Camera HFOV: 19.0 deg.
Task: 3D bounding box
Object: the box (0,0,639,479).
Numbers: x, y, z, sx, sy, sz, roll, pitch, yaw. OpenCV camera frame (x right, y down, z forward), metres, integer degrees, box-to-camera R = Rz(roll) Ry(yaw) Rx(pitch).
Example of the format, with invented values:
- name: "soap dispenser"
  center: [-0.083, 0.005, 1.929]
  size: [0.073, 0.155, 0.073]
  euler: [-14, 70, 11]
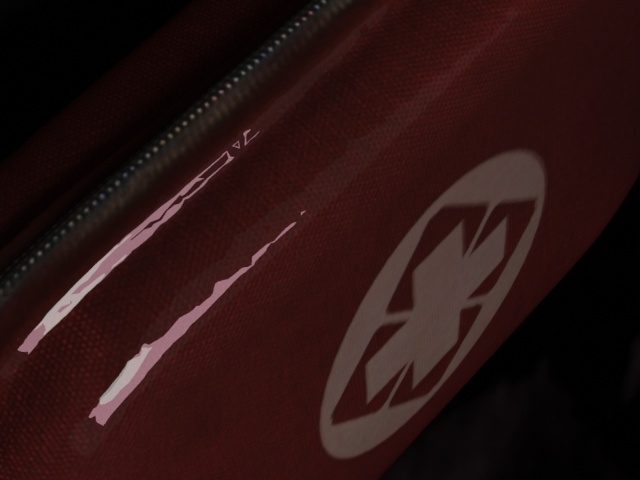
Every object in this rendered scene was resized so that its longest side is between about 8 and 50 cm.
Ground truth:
- name: "box"
  center: [0.000, 0.000, 0.715]
  size: [0.404, 0.108, 0.263]
  euler: [-45, 155, -23]
